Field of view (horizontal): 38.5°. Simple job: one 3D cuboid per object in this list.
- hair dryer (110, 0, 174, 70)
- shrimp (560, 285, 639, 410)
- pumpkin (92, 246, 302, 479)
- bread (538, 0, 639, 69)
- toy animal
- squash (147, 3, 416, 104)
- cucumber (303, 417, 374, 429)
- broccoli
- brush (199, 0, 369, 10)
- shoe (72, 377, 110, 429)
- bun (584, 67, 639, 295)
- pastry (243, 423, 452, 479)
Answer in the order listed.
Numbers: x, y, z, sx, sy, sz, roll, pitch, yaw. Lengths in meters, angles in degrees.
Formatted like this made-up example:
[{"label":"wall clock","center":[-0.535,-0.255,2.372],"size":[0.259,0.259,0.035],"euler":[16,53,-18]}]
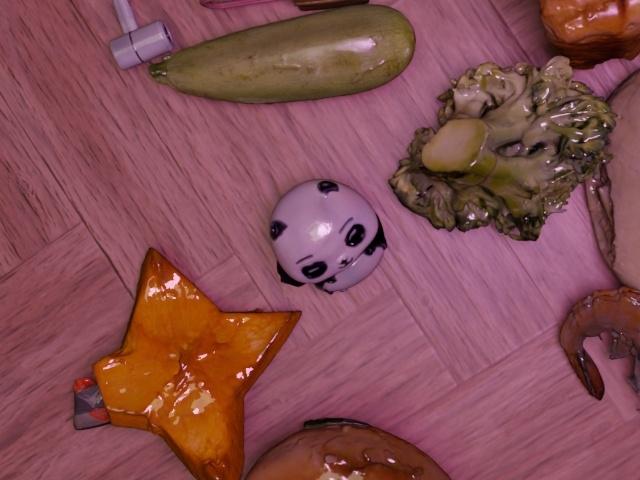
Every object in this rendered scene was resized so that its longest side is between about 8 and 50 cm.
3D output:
[{"label":"hair dryer","center":[-0.271,-0.322,1.315],"size":[0.082,0.047,0.137],"euler":[-22,83,7]},{"label":"shrimp","center":[0.406,0.171,1.217],"size":[0.173,0.058,0.253],"euler":[3,122,30]},{"label":"pumpkin","center":[-0.183,0.179,1.262],"size":[0.258,0.095,0.290],"euler":[19,64,8]},{"label":"bread","center":[0.335,-0.313,1.088],"size":[0.148,0.344,0.195],"euler":[-9,93,17]},{"label":"toy animal","center":[0.000,0.000,1.235],"size":[0.166,0.179,0.138],"euler":[-41,73,0]},{"label":"squash","center":[-0.053,-0.243,1.254],"size":[0.370,0.118,0.118],"euler":[-9,92,9]},{"label":"cucumber","center":[0.031,0.279,1.309],"size":[0.107,0.035,0.067],"euler":[-3,112,6]},{"label":"broccoli","center":[0.205,-0.121,1.152],"size":[0.288,0.245,0.248],"euler":[-49,61,18]},{"label":"brush","center":[-0.052,-0.344,1.255],"size":[0.233,0.103,0.047],"euler":[-4,90,9]},{"label":"shoe","center":[-0.275,0.218,1.330],"size":[0.194,0.074,0.077],"euler":[-15,86,10]},{"label":"bun","center":[0.513,-0.075,1.147],"size":[0.364,0.202,0.364],"euler":[0,94,5]},{"label":"pastry","center":[0.039,0.371,1.233],"size":[0.315,0.184,0.285],"euler":[11,108,-4]}]
